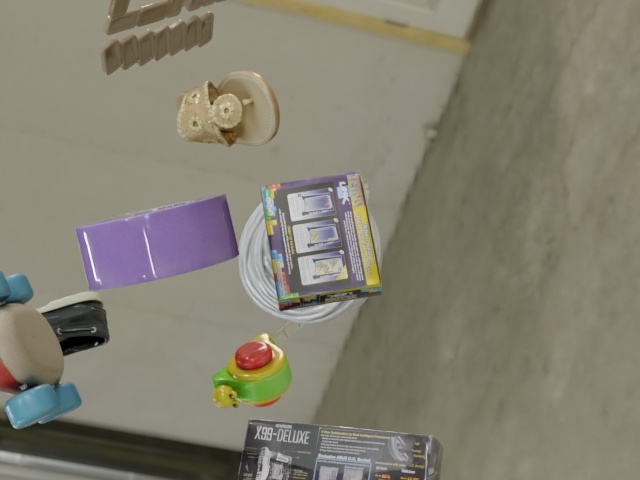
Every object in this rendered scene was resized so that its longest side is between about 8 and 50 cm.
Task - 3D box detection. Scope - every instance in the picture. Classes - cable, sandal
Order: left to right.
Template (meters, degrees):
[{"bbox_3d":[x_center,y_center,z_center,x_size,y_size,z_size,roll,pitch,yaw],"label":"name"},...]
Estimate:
[{"bbox_3d":[-0.129,-0.133,1.440,0.240,0.079,0.088,7,122,63],"label":"sandal"},{"bbox_3d":[-0.017,0.022,2.270,0.089,0.257,0.257,32,-129,-73],"label":"cable"}]

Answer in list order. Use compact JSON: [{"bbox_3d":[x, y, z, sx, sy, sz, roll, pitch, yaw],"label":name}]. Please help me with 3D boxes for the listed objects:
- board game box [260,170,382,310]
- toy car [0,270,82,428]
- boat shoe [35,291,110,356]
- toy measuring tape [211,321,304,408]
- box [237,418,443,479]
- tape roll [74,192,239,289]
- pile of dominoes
[{"bbox_3d":[0.000,0.000,1.715,0.048,0.141,0.170,88,173,-67],"label":"board game box"},{"bbox_3d":[-0.507,0.190,1.843,0.210,0.238,0.219,40,-155,-83],"label":"toy car"},{"bbox_3d":[-0.553,0.207,2.385,0.113,0.340,0.127,62,156,23],"label":"boat shoe"},{"bbox_3d":[-0.070,0.214,2.363,0.330,0.121,0.121,-37,-19,-38],"label":"toy measuring tape"},{"bbox_3d":[0.018,0.408,1.945,0.076,0.307,0.242,51,-136,-61],"label":"box"},{"bbox_3d":[-0.199,0.000,1.562,0.189,0.189,0.080,-168,64,-79],"label":"tape roll"},{"bbox_3d":[-0.216,-0.333,1.757,0.251,0.040,0.196,-28,-28,-47],"label":"pile of dominoes"}]
